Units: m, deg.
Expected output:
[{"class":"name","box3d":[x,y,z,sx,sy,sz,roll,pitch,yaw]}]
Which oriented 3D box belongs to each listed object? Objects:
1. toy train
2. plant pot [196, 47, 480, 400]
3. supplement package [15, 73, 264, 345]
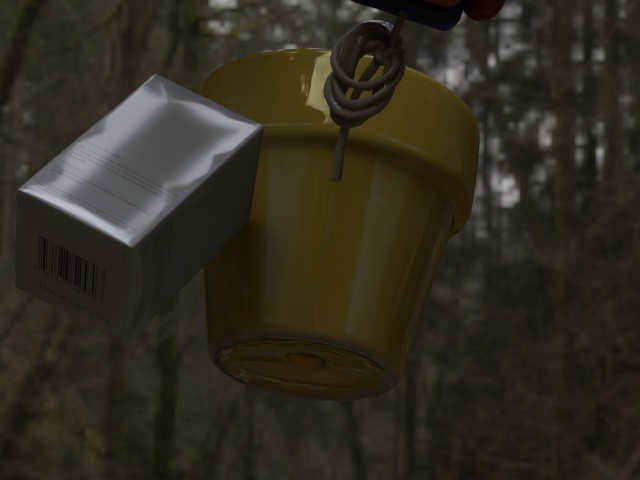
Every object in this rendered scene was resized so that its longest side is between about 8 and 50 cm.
[{"class":"toy train","box3d":[0.062,-0.149,0.873,0.105,0.248,0.143,16,-2,-11]},{"class":"plant pot","box3d":[0.000,0.000,1.441,0.254,0.239,0.254,7,-22,3]},{"class":"supplement package","box3d":[-0.136,-0.026,1.277,0.105,0.105,0.179,26,45,18]}]
